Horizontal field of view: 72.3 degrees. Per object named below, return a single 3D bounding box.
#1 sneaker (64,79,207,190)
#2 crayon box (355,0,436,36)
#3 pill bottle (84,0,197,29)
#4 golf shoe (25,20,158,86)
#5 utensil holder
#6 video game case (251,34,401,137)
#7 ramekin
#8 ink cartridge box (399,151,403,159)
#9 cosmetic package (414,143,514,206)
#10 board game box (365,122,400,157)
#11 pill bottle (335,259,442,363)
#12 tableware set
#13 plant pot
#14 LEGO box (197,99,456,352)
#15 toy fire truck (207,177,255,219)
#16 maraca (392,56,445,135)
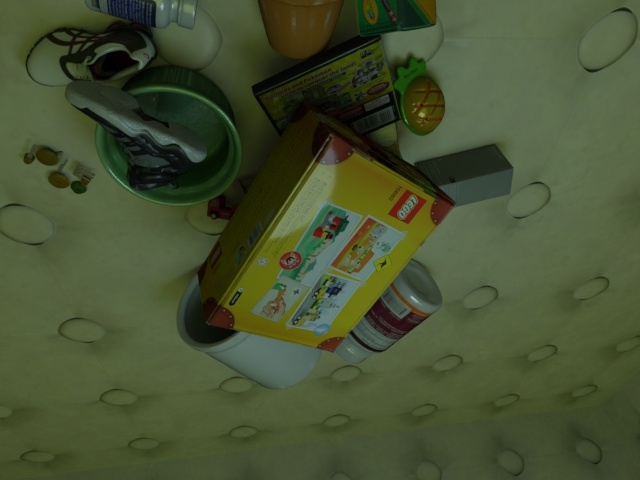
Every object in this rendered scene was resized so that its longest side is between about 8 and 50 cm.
[{"bbox_3d":[-0.374,-0.188,0.862,0.269,0.101,0.153,24,122,-33],"label":"sneaker"},{"bbox_3d":[0.121,-0.503,0.738,0.081,0.165,0.278,7,118,35],"label":"crayon box"},{"bbox_3d":[-0.326,-0.460,0.811,0.187,0.112,0.112,9,131,-19],"label":"pill bottle"},{"bbox_3d":[-0.467,-0.363,0.875,0.273,0.120,0.105,-14,137,4],"label":"golf shoe"},{"bbox_3d":[-0.203,0.267,1.402,0.328,0.327,0.385,-26,135,13],"label":"utensil holder"},{"bbox_3d":[0.026,-0.302,0.968,0.275,0.035,0.248,-21,150,10],"label":"video game case"},{"bbox_3d":[-0.333,-0.239,0.999,0.304,0.148,0.303,-6,134,-6],"label":"ramekin"},{"bbox_3d":[0.134,-0.179,1.215,0.209,0.062,0.109,-25,133,12],"label":"ink cartridge box"},{"bbox_3d":[0.399,-0.174,1.231,0.238,0.127,0.107,-17,135,2],"label":"cosmetic package"},{"bbox_3d":[0.078,-0.221,1.121,0.244,0.042,0.165,-9,112,5],"label":"board game box"},{"bbox_3d":[0.213,0.256,1.543,0.224,0.224,0.392,24,125,-30],"label":"pill bottle"},{"bbox_3d":[-0.650,-0.175,1.089,0.154,0.024,0.104,29,126,-34],"label":"tableware set"},{"bbox_3d":[-0.038,-0.463,0.826,0.205,0.205,0.188,-4,150,-8],"label":"plant pot"},{"bbox_3d":[0.000,0.000,1.027,0.373,0.193,0.500,22,114,-34],"label":"LEGO box"},{"bbox_3d":[-0.212,-0.115,1.190,0.192,0.047,0.135,10,104,10],"label":"toy fire truck"},{"bbox_3d":[0.236,-0.342,1.053,0.127,0.099,0.185,-42,121,-17],"label":"maraca"}]
